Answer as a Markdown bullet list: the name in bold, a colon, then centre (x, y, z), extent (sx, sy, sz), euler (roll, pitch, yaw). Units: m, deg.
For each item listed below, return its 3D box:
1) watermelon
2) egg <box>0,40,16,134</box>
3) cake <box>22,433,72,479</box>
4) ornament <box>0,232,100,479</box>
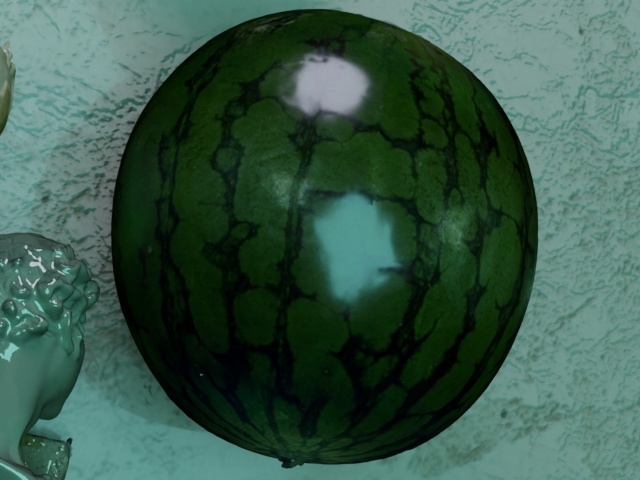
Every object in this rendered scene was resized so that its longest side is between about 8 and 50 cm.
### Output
- **watermelon**: centre (0.000, 0.000, 1.277), extent (0.363, 0.363, 0.363), euler (1, 88, -21)
- **egg**: centre (-0.353, -0.100, 1.215), extent (0.244, 0.201, 0.201), euler (-42, 103, -4)
- **cake**: centre (-0.262, 0.173, 1.317), extent (0.121, 0.065, 0.052), euler (13, 81, -13)
- **ornament**: centre (-0.243, 0.125, 1.246), extent (0.120, 0.130, 0.285), euler (4, 60, 3)
